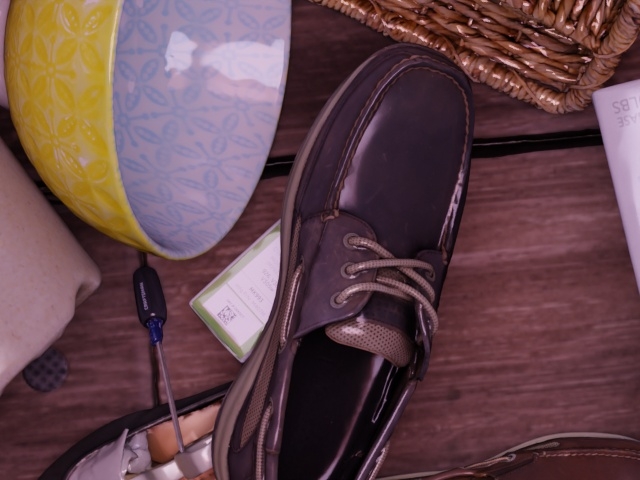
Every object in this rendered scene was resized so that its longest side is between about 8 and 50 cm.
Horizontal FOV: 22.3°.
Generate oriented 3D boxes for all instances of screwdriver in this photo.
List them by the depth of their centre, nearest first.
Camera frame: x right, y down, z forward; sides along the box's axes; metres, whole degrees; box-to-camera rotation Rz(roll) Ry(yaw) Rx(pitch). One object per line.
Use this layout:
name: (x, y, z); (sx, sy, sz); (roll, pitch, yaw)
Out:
screwdriver: (-0.122, 0.088, 1.209); (0.025, 0.024, 0.170); (-3, 50, -9)

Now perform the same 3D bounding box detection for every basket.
basket: (0.116, -0.253, 1.174); (0.299, 0.213, 0.223); (28, 87, 2)

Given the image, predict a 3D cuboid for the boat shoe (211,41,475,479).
boat shoe: (0.035, 0.046, 1.098); (0.132, 0.130, 0.355); (12, 101, -22)

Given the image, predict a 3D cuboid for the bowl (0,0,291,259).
bowl: (-0.145, -0.138, 1.158); (0.156, 0.289, 0.289); (9, 87, 20)

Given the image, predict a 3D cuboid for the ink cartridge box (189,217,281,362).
ink cartridge box: (0.000, 0.000, 1.214); (0.209, 0.109, 0.062); (-43, 88, -2)

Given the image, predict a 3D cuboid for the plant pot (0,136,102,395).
plant pot: (-0.332, -0.007, 1.135); (0.334, 0.334, 0.305); (-44, 98, -2)

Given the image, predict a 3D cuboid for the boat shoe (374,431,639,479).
boat shoe: (0.137, 0.204, 1.207); (0.257, 0.095, 0.095); (-13, 87, 0)

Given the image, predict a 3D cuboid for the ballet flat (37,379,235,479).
ballet flat: (-0.111, 0.163, 1.212); (0.280, 0.096, 0.095); (-30, 89, -1)

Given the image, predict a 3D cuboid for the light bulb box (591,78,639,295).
light bulb box: (0.407, 0.034, 1.109); (0.358, 0.225, 0.361); (-15, 86, 18)
